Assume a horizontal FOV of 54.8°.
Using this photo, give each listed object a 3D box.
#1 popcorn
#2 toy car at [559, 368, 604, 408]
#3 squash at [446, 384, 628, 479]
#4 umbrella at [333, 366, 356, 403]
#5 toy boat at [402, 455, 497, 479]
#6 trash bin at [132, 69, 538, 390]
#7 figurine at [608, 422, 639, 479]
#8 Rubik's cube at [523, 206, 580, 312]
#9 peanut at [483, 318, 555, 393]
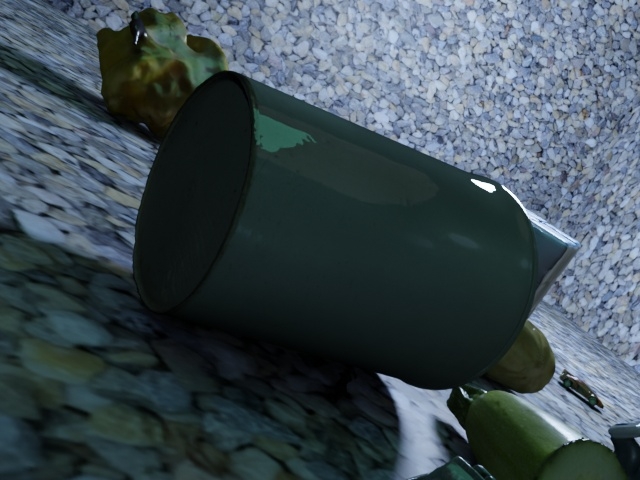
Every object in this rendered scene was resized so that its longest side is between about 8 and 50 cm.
[{"bbox_3d":[-0.341,-0.341,1.346,0.297,0.281,0.316,-35,96,-40],"label":"popcorn"},{"bbox_3d":[0.631,0.360,1.487,0.122,0.035,0.059,35,7,21],"label":"toy car"},{"bbox_3d":[0.237,0.231,0.699,0.137,0.137,0.287,31,9,-11],"label":"squash"},{"bbox_3d":[0.025,0.161,0.697,0.022,0.013,0.122,54,12,6],"label":"umbrella"},{"bbox_3d":[0.069,0.203,0.434,0.078,0.085,0.260,40,13,30],"label":"toy boat"},{"bbox_3d":[0.038,0.008,0.705,0.432,0.280,0.280,19,16,-34],"label":"trash bin"},{"bbox_3d":[0.465,0.335,0.817,0.265,0.193,0.140,15,37,5],"label":"figurine"},{"bbox_3d":[0.380,0.047,1.419,0.290,0.291,0.291,38,18,22],"label":"Rubik's cube"},{"bbox_3d":[0.291,0.160,1.131,0.319,0.147,0.147,36,11,5],"label":"peanut"}]
